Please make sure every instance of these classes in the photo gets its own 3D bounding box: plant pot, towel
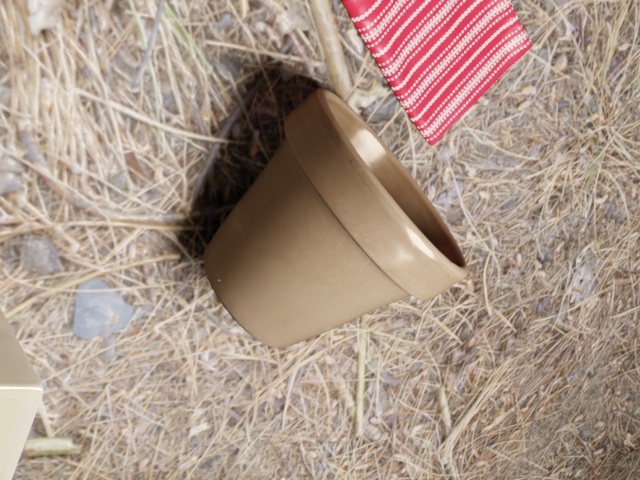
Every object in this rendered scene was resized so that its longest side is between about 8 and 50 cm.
[{"bbox_3d":[0.000,0.000,1.002,0.229,0.263,0.263,-39,137,14],"label":"plant pot"},{"bbox_3d":[0.150,-0.264,1.072,0.199,0.031,0.275,-45,136,-4],"label":"towel"}]

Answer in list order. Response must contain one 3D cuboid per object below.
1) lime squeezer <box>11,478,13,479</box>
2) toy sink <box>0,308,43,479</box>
[{"bbox_3d":[-0.417,0.299,0.997,0.310,0.059,0.110,-5,151,-37],"label":"lime squeezer"},{"bbox_3d":[-0.406,0.143,0.820,0.234,0.153,0.131,9,112,-42],"label":"toy sink"}]
